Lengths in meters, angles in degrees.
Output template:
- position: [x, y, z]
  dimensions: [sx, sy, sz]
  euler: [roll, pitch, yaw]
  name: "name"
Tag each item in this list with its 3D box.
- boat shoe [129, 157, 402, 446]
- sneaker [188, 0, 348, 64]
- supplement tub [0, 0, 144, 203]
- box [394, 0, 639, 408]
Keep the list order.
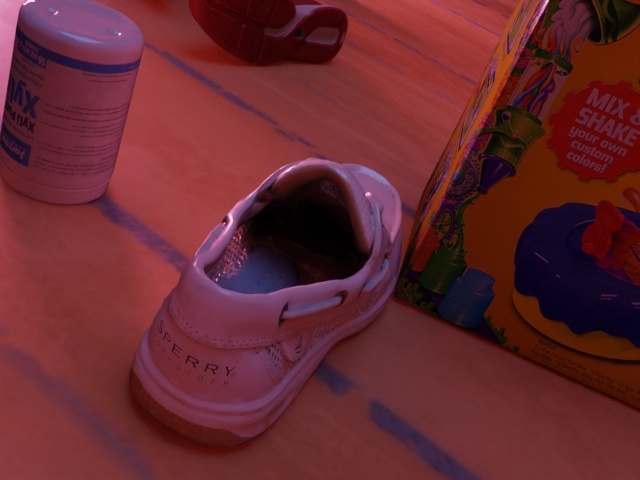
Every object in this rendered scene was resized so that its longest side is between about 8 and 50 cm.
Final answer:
- position: [0.000, 0.000, 0.427]
  dimensions: [0.098, 0.096, 0.277]
  euler: [27, 30, 7]
  name: "boat shoe"
- position: [-0.081, -0.245, 0.802]
  dimensions: [0.128, 0.087, 0.221]
  euler: [32, 18, 32]
  name: "sneaker"
- position: [-0.150, -0.083, 0.447]
  dimensions: [0.071, 0.107, 0.071]
  euler: [17, 30, -10]
  name: "supplement tub"
- position: [0.243, -0.050, 0.494]
  dimensions: [0.290, 0.279, 0.177]
  euler: [24, 30, 2]
  name: "box"
